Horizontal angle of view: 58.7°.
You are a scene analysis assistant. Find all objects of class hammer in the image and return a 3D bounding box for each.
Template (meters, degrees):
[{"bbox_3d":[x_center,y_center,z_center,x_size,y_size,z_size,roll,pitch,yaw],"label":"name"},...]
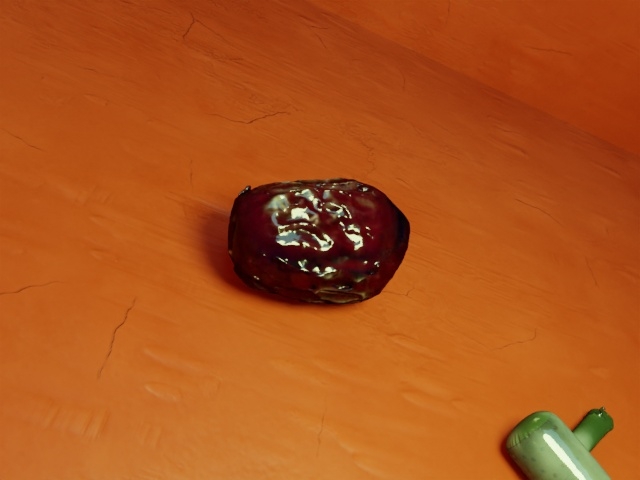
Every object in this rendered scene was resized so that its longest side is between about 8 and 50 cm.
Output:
[{"bbox_3d":[0.512,0.400,1.115,0.335,0.119,0.206,-12,56,-46],"label":"hammer"}]

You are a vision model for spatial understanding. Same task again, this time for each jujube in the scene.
[{"bbox_3d":[0.000,0.000,1.134,0.376,0.258,0.258,0,48,-22],"label":"jujube"}]
